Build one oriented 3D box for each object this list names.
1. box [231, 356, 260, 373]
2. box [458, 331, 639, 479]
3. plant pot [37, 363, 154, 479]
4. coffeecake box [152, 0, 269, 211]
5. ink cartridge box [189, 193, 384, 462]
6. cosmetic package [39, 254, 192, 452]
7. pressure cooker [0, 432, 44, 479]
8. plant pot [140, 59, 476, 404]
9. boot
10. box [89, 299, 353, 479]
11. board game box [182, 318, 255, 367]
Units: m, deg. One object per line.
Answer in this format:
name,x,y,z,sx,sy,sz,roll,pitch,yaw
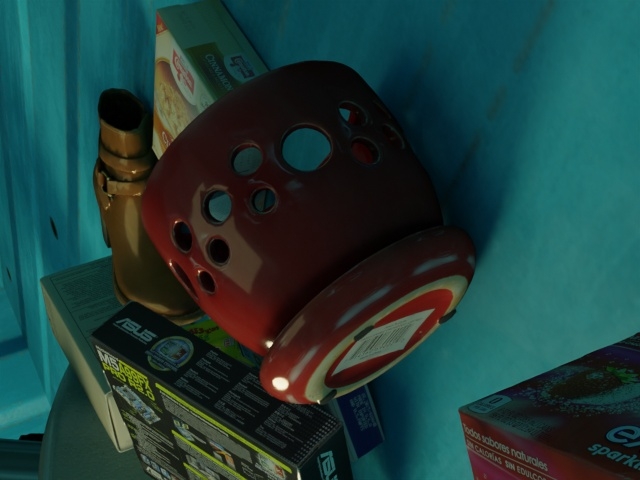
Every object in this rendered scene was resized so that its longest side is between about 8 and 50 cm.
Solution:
box,-0.077,0.180,0.979,0.186,0.038,0.145,15,135,44
box,0.189,0.133,0.412,0.257,0.128,0.123,12,117,64
plant pot,-0.322,0.317,1.526,0.248,0.247,0.252,132,133,-63
coffeecake box,-0.107,-0.117,0.952,0.142,0.068,0.185,57,152,31
ink cartridge box,-0.039,0.067,0.909,0.224,0.045,0.223,35,150,51
cosmetic package,-0.280,0.147,1.403,0.309,0.160,0.113,45,146,48
pressure cooker,-0.488,0.578,1.877,0.370,0.420,0.375,-139,55,-84
plant pot,0.000,0.000,0.665,0.174,0.191,0.191,52,150,23
boot,-0.217,-0.046,1.226,0.283,0.109,0.220,-123,31,-47
box,-0.085,0.197,0.911,0.270,0.060,0.216,24,139,35
board game box,-0.125,0.180,1.169,0.043,0.092,0.181,43,143,49
